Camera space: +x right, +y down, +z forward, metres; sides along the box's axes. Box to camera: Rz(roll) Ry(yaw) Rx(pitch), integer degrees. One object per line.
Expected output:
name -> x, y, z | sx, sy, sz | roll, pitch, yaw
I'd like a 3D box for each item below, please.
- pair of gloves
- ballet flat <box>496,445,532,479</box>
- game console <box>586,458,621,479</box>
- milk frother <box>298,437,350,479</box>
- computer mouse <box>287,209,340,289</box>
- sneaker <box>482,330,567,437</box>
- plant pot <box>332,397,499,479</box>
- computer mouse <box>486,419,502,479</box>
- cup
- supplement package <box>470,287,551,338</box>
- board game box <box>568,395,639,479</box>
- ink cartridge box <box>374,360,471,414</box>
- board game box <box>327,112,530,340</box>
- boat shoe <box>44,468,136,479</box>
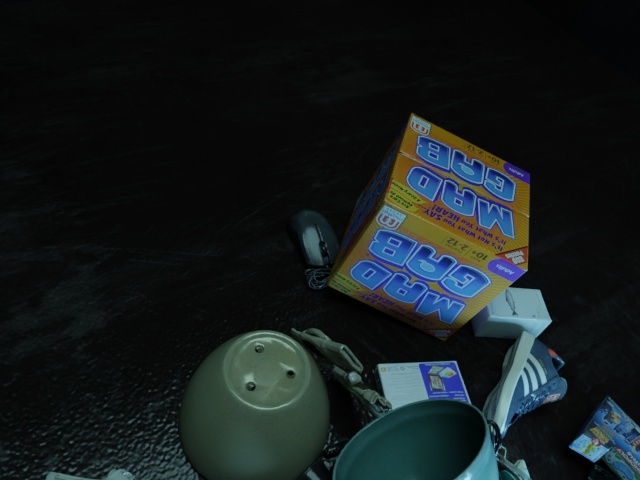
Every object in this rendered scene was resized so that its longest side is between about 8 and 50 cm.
pair of gloves -> 0.048, 0.284, 1.139 | 0.042, 0.240, 0.204 | -45, 28, -18
ballet flat -> 0.403, 0.499, 1.183 | 0.221, 0.077, 0.079 | 39, 48, 24
game console -> 0.674, 0.564, 1.235 | 0.122, 0.071, 0.107 | 27, 79, 10
milk frother -> 0.039, 0.485, 1.049 | 0.135, 0.143, 0.129 | 39, 44, 22
computer mouse -> 0.000, 0.000, 1.509 | 0.188, 0.072, 0.272 | -16, 56, -25
sneaker -> 0.501, 0.363, 1.271 | 0.148, 0.131, 0.350 | 32, 44, 15
plant pot -> 0.195, 0.454, 0.958 | 0.293, 0.293, 0.196 | -30, 99, -33
computer mouse -> 0.378, 0.505, 1.120 | 0.041, 0.071, 0.242 | 7, 67, -56
cup -> -0.122, 0.318, 1.091 | 0.331, 0.237, 0.331 | 7, 49, -9
supplement package -> 0.510, 0.198, 1.447 | 0.179, 0.105, 0.105 | 5, 49, -10
board game box -> 0.684, 0.480, 1.239 | 0.194, 0.060, 0.194 | -6, 44, -34
ink cartridge box -> 0.247, 0.381, 1.239 | 0.206, 0.045, 0.208 | 0, 42, -10
board game box -> 0.281, -0.030, 1.382 | 0.356, 0.356, 0.356 | 26, 48, -4
boat shoe -> -0.383, 0.473, 0.989 | 0.267, 0.096, 0.088 | 2, 54, -2
